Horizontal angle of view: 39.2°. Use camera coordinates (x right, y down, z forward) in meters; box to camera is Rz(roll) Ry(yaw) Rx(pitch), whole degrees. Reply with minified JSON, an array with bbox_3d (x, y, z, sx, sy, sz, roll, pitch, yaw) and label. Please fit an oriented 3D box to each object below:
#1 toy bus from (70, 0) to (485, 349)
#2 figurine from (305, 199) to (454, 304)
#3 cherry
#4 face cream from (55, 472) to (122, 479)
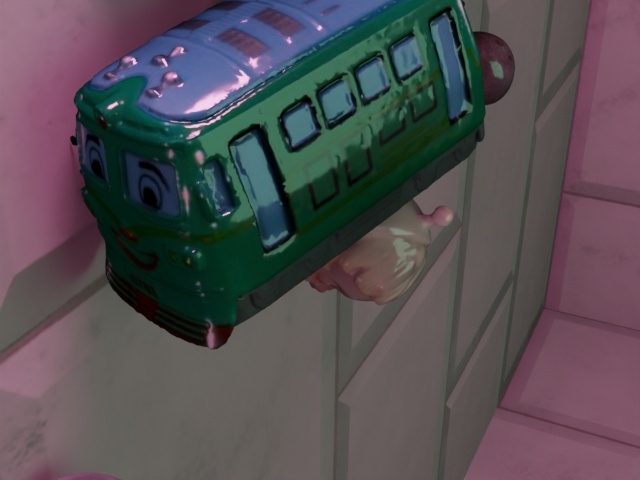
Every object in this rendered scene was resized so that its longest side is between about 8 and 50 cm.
[{"bbox_3d":[-0.030,-0.098,0.726,0.343,0.183,0.199,-38,134,-30],"label":"toy bus"},{"bbox_3d":[0.004,-0.007,0.882,0.182,0.256,0.144,66,40,-54],"label":"figurine"},{"bbox_3d":[0.292,-0.340,1.617,0.148,0.115,0.188,26,65,-28],"label":"cherry"},{"bbox_3d":[-0.194,0.260,0.737,0.117,0.117,0.104,-45,149,-53],"label":"face cream"}]
